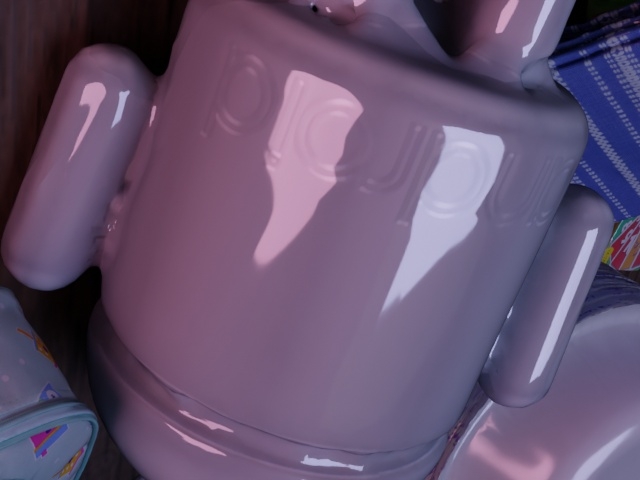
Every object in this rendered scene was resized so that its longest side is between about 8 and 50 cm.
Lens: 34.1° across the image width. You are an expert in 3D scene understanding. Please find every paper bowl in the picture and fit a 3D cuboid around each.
[{"bbox_3d":[0.180,0.163,0.789,0.284,0.148,0.284,-17,126,-26],"label":"paper bowl"}]

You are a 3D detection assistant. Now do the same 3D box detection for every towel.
[{"bbox_3d":[0.204,-0.078,0.655,0.243,0.336,0.040,32,49,-52],"label":"towel"}]

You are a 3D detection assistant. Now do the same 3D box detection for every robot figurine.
[{"bbox_3d":[0.000,0.000,0.528,0.300,0.199,0.353,16,111,-12],"label":"robot figurine"}]

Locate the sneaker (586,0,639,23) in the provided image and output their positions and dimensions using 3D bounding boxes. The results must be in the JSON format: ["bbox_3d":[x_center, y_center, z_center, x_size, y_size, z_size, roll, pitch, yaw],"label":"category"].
[{"bbox_3d":[0.321,-0.310,0.720,0.482,0.185,0.202,-62,169,12],"label":"sneaker"}]

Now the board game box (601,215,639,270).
[{"bbox_3d":[0.347,-0.088,1.042,0.124,0.039,0.259,3,115,-53],"label":"board game box"}]

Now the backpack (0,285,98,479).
[{"bbox_3d":[-0.184,0.112,0.442,0.188,0.144,0.166,-35,163,-37],"label":"backpack"}]
